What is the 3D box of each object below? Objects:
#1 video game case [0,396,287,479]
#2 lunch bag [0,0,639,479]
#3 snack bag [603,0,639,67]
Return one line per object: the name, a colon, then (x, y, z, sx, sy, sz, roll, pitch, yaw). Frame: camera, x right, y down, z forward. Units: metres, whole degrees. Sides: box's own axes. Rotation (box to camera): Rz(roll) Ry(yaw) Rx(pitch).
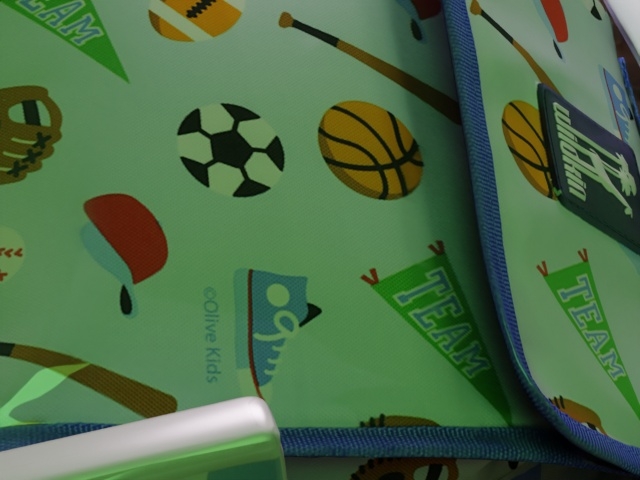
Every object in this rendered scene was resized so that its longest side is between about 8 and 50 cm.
video game case: (-0.159, 0.225, 0.708, 0.329, 0.300, 0.036, -12, 28, -9)
lunch bag: (0.000, 0.000, 0.872, 0.385, 0.239, 0.328, 3, 58, -19)
snack bag: (0.321, -0.145, 0.994, 0.323, 0.037, 0.342, -17, 44, 0)
